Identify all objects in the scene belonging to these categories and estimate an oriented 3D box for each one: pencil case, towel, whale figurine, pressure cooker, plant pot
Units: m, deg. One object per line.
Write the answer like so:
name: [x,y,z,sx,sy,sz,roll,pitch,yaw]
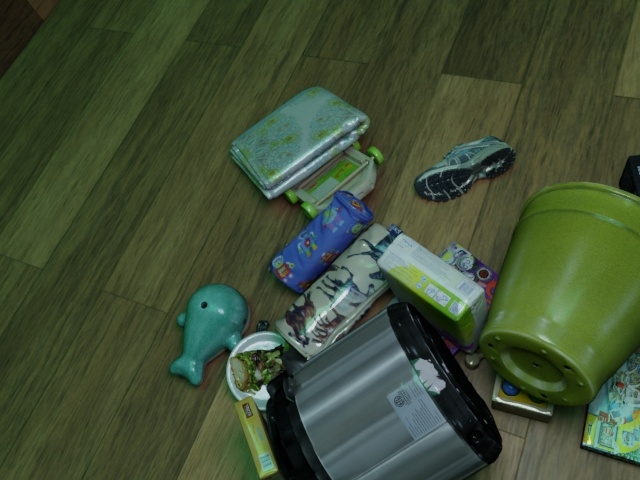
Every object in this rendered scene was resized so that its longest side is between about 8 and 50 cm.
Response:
pencil case: [0.000,0.000,1.547,0.306,0.119,0.133,-47,53,19]
pencil case: [0.069,0.138,1.490,0.410,0.160,0.183,-45,31,-11]
towel: [-0.071,-0.302,1.766,0.374,0.090,0.320,-37,41,-4]
whale figurine: [-0.304,0.238,1.554,0.216,0.141,0.272,22,71,24]
pressure cooker: [0.101,0.369,1.204,0.420,0.375,0.370,-36,39,9]
plant pot: [0.511,0.133,1.220,0.366,0.366,0.353,27,62,26]

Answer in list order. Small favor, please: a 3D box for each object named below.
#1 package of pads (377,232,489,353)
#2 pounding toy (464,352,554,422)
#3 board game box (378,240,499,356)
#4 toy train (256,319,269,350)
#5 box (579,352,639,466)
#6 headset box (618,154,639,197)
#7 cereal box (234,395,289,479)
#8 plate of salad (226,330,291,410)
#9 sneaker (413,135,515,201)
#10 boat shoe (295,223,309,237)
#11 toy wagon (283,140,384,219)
package of pads: [0.258,0.121,1.317,0.229,0.296,0.101,37,81,29]
pounding toy: [0.432,0.292,1.346,0.206,0.094,0.181,11,66,20]
board game box: [0.292,0.182,1.475,0.347,0.056,0.208,-43,64,-10]
toy train: [-0.160,0.286,1.554,0.036,0.027,0.158,-5,61,15]
box: [0.667,0.358,1.273,0.159,0.044,0.233,13,67,22]
headset box: [0.894,-0.082,1.399,0.283,0.131,0.246,-4,62,13]
cereal box: [-0.124,0.469,1.320,0.047,0.240,0.173,-22,57,-9]
plate of salad: [-0.138,0.326,1.489,0.199,0.048,0.200,2,67,-4]
sneaker: [0.388,-0.205,1.641,0.283,0.110,0.122,-21,41,1]
boat shoe: [0.006,-0.034,1.659,0.206,0.065,0.075,-41,59,-8]
toy wagon: [0.016,-0.197,1.715,0.267,0.068,0.344,-40,39,-9]
